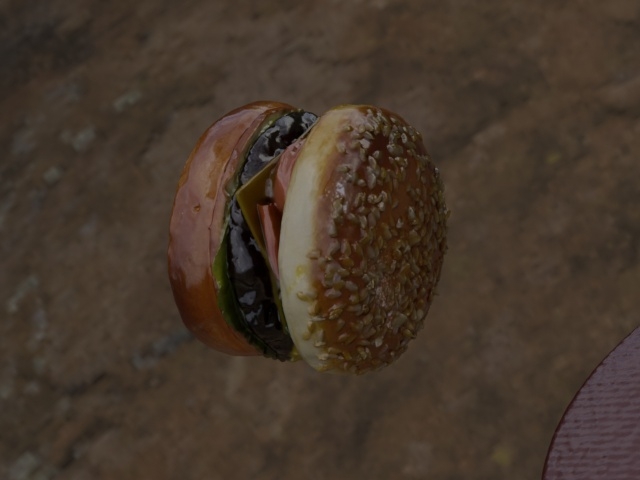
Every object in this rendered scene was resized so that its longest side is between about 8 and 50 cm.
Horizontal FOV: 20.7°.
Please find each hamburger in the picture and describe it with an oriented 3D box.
[{"bbox_3d":[0.000,0.000,1.720,0.225,0.291,0.291,5,51,28],"label":"hamburger"}]

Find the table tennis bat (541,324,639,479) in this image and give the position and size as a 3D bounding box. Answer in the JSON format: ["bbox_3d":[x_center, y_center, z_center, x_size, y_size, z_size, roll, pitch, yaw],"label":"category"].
[{"bbox_3d":[0.248,0.157,1.174,0.268,0.051,0.415,-9,37,46],"label":"table tennis bat"}]
